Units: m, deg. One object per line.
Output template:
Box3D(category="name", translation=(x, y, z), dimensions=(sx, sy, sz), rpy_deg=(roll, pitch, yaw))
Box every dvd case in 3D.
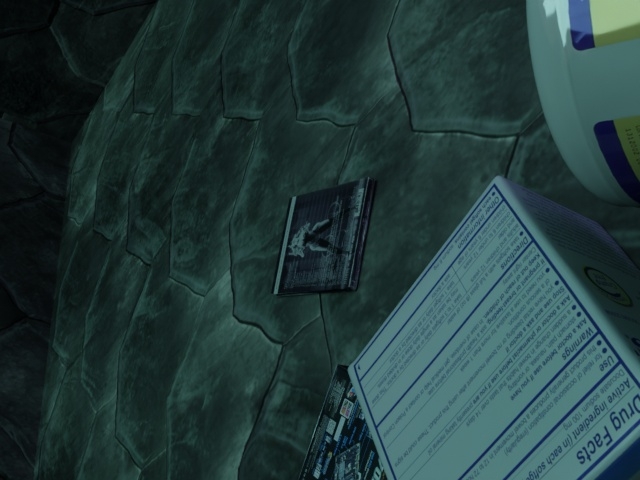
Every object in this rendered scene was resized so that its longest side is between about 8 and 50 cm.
Box3D(category="dvd case", translation=(0.000, 0.000, 1.257), dimensions=(0.221, 0.018, 0.165), rpy_deg=(-10, 66, 56))

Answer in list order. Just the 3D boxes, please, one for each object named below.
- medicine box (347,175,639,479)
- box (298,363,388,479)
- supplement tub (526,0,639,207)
Box3D(category="medicine box", translation=(0.184, 0.140, 0.738), dimensions=(0.263, 0.149, 0.289), rpy_deg=(-55, 34, 25))
Box3D(category="box", translation=(0.046, 0.276, 0.988), dimensions=(0.175, 0.051, 0.220), rpy_deg=(16, 88, 60))
Box3D(category="supplement tub", translation=(0.327, -0.152, 0.522), dimensions=(0.331, 0.241, 0.241), rpy_deg=(-5, 68, 38))
